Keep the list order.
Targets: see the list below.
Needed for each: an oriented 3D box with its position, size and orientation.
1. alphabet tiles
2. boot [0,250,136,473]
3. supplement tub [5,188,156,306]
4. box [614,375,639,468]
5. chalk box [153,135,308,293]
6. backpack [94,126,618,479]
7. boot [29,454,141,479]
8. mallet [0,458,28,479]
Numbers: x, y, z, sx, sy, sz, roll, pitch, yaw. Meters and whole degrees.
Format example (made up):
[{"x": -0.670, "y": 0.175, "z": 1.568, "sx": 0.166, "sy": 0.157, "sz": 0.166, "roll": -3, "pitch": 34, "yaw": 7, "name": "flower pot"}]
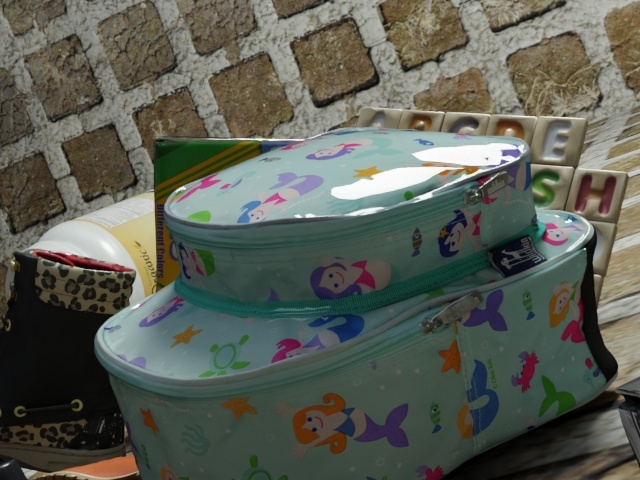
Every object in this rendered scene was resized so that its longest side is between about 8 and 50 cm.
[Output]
[{"x": 0.104, "y": -0.006, "z": 0.853, "sx": 0.237, "sy": 0.198, "sz": 0.009, "roll": 7, "pitch": -17, "yaw": 34, "name": "alphabet tiles"}, {"x": -0.267, "y": 0.091, "z": 0.950, "sx": 0.236, "sy": 0.178, "sz": 0.085, "roll": 10, "pitch": 7, "yaw": 9, "name": "boot"}, {"x": -0.324, "y": 0.058, "z": 1.832, "sx": 0.228, "sy": 0.228, "sz": 0.316, "roll": -19, "pitch": 6, "yaw": 38, "name": "supplement tub"}, {"x": 0.275, "y": 0.024, "z": 0.297, "sx": 0.307, "sy": 0.076, "sz": 0.242, "roll": -23, "pitch": 5, "yaw": -15, "name": "box"}, {"x": 0.000, "y": 0.000, "z": 1.027, "sx": 0.289, "sy": 0.179, "sz": 0.180, "roll": 1, "pitch": 2, "yaw": -3, "name": "chalk box"}, {"x": 0.008, "y": 0.046, "z": 0.625, "sx": 0.253, "sy": 0.191, "sz": 0.225, "roll": -30, "pitch": 23, "yaw": -28, "name": "backpack"}, {"x": -0.117, "y": 0.161, "z": 0.718, "sx": 0.158, "sy": 0.059, "sz": 0.085, "roll": -11, "pitch": 5, "yaw": 21, "name": "boot"}, {"x": -0.253, "y": 0.217, "z": 0.865, "sx": 0.039, "sy": 0.062, "sz": 0.190, "roll": -23, "pitch": -10, "yaw": -34, "name": "mallet"}]
